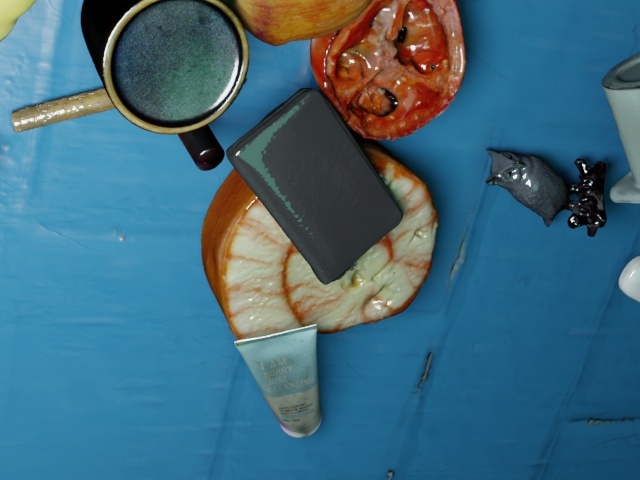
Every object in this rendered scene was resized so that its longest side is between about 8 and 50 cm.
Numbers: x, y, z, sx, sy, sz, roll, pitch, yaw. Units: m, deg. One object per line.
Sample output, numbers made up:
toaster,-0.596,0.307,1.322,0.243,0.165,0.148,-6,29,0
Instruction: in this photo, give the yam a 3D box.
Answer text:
yam,-0.303,-0.161,1.357,0.145,0.032,0.032,-17,123,-15

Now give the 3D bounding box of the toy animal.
toy animal,0.327,-0.083,1.691,0.210,0.121,0.117,18,154,-15

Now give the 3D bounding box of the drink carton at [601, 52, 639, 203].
drink carton,0.521,-0.179,1.648,0.185,0.191,0.189,-35,114,-31

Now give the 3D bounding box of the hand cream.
hand cream,-0.041,0.198,1.576,0.111,0.070,0.312,-11,152,1

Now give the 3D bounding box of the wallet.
wallet,0.000,-0.066,1.417,0.149,0.044,0.250,-41,120,-5

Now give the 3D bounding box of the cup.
cup,-0.193,-0.198,1.299,0.166,0.177,0.239,-6,119,-24

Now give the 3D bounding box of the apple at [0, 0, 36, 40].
apple,-0.360,-0.322,1.108,0.262,0.262,0.262,-12,121,-20

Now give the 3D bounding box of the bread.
bread,0.002,-0.003,1.543,0.328,0.114,0.295,-11,120,-20

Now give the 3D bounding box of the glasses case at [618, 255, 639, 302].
glasses case,0.585,0.082,1.910,0.197,0.049,0.076,23,106,-34

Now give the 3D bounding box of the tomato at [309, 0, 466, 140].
tomato,0.077,-0.249,1.442,0.228,0.101,0.228,-17,121,-30

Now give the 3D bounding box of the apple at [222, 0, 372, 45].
apple,-0.030,-0.335,1.279,0.188,0.211,0.211,-23,125,-20
